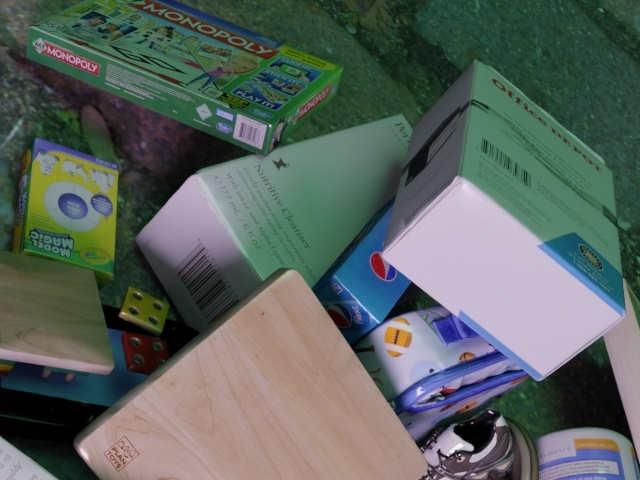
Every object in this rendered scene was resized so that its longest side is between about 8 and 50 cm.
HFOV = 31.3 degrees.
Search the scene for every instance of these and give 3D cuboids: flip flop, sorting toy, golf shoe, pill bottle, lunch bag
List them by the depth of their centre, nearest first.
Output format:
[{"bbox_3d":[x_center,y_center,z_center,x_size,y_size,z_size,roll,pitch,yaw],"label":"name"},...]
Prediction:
[{"bbox_3d":[-0.266,0.077,1.085,0.274,0.046,0.132,14,37,-34],"label":"sorting toy"},{"bbox_3d":[-0.068,0.198,1.092,0.255,0.089,0.257,-40,109,-18],"label":"sorting toy"},{"bbox_3d":[0.128,0.250,1.287,0.198,0.094,0.077,-27,45,-19],"label":"golf shoe"},{"bbox_3d":[0.128,0.150,1.294,0.303,0.243,0.115,-11,66,-45],"label":"lunch bag"},{"bbox_3d":[0.192,0.321,1.333,0.080,0.112,0.277,21,51,-7],"label":"flip flop"},{"bbox_3d":[0.322,0.374,1.352,0.152,0.152,0.272,20,48,-28],"label":"pill bottle"}]

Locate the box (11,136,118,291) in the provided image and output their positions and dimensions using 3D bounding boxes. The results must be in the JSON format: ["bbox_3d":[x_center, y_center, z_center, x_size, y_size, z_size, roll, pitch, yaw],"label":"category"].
[{"bbox_3d":[-0.276,-0.019,1.238,0.105,0.043,0.179,18,50,-29],"label":"box"}]

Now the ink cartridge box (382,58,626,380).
[{"bbox_3d":[0.204,-0.033,1.246,0.223,0.129,0.307,38,30,-11],"label":"ink cartridge box"}]

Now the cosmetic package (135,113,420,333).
[{"bbox_3d":[0.000,0.000,1.368,0.385,0.156,0.217,-25,78,-47],"label":"cosmetic package"}]

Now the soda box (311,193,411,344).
[{"bbox_3d":[0.063,0.024,1.237,0.071,0.067,0.210,46,40,-4],"label":"soda box"}]

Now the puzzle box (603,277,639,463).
[{"bbox_3d":[0.472,0.277,1.515,0.272,0.052,0.409,47,27,-39],"label":"puzzle box"}]

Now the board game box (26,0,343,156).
[{"bbox_3d":[-0.157,-0.213,1.371,0.317,0.046,0.213,23,34,13],"label":"board game box"}]

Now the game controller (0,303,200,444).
[{"bbox_3d":[-0.239,0.127,1.135,0.319,0.067,0.166,16,50,-31],"label":"game controller"}]

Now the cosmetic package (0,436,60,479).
[{"bbox_3d":[-0.202,0.351,0.925,0.365,0.155,0.197,41,42,-8],"label":"cosmetic package"}]
